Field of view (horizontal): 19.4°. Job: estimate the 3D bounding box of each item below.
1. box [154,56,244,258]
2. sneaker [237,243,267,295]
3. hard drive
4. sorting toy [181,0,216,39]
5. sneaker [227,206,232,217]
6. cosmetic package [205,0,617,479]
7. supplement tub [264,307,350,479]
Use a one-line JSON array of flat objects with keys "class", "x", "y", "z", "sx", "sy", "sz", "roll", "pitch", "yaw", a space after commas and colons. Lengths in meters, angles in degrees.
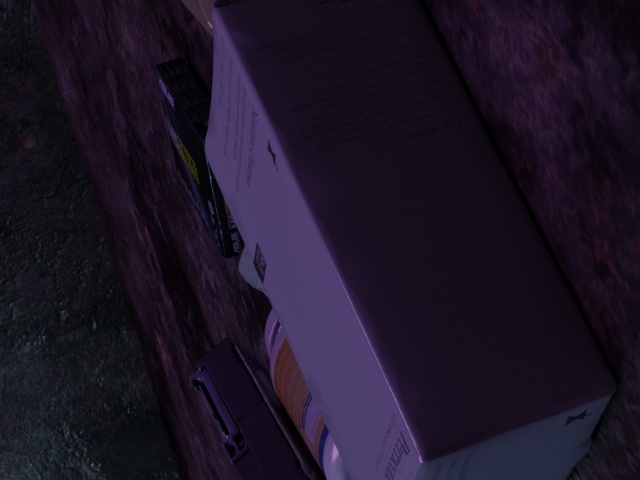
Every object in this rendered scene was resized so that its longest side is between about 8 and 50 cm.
[{"class": "box", "x": -0.144, "y": -0.102, "z": 2.311, "sx": 0.191, "sy": 0.045, "sz": 0.184, "roll": -123, "pitch": 17, "yaw": -47}, {"class": "sneaker", "x": 0.000, "y": 0.000, "z": 1.773, "sx": 0.122, "sy": 0.110, "sz": 0.283, "roll": 48, "pitch": 163, "yaw": 17}, {"class": "hard drive", "x": 0.026, "y": 0.255, "z": 1.731, "sx": 0.339, "sy": 0.064, "sz": 0.237, "roll": 46, "pitch": -174, "yaw": -37}, {"class": "sorting toy", "x": -0.151, "y": -0.321, "z": 1.907, "sx": 0.307, "sy": 0.041, "sz": 0.229, "roll": 50, "pitch": 166, "yaw": 29}, {"class": "sneaker", "x": -0.065, "y": -0.054, "z": 1.965, "sx": 0.072, "sy": 0.077, "sz": 0.178, "roll": 137, "pitch": 115, "yaw": -75}, {"class": "cosmetic package", "x": 0.052, "y": 0.014, "z": 1.377, "sx": 0.217, "sy": 0.156, "sz": 0.385, "roll": 98, "pitch": 152, "yaw": -60}, {"class": "supplement tub", "x": 0.041, "y": 0.125, "z": 1.607, "sx": 0.200, "sy": 0.144, "sz": 0.144, "roll": -125, "pitch": 21, "yaw": -51}]
